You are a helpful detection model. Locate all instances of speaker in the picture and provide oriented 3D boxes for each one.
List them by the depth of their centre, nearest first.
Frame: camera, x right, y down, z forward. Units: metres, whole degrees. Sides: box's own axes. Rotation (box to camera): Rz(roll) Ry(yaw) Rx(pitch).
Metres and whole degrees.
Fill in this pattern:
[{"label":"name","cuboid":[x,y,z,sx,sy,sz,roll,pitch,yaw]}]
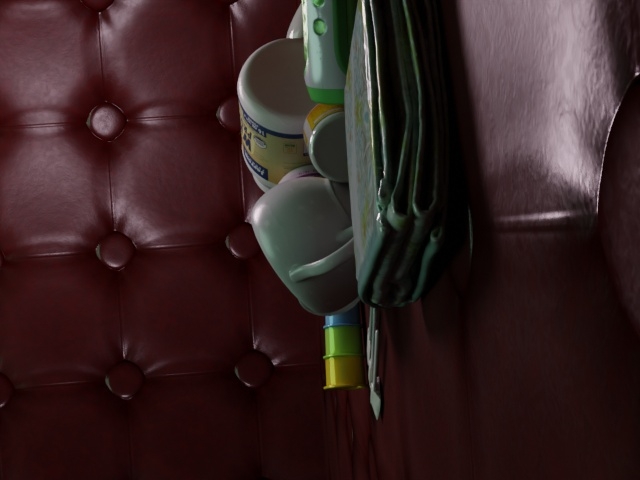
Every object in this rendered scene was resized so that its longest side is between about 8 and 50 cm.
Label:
[{"label":"speaker","cuboid":[0.032,-0.352,1.382,0.131,0.131,0.297,-106,12,-71]}]

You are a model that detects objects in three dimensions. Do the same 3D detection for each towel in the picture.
[{"label":"towel","cuboid":[0.087,-0.107,1.157,0.374,0.090,0.321,99,169,-74]}]

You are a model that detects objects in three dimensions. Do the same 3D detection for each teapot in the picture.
[{"label":"teapot","cuboid":[0.018,-0.014,1.599,0.252,0.187,0.256,36,-156,-56]}]

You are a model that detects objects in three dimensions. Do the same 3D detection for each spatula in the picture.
[{"label":"spatula","cuboid":[0.101,0.201,1.770,0.242,0.019,0.168,91,179,-45]}]

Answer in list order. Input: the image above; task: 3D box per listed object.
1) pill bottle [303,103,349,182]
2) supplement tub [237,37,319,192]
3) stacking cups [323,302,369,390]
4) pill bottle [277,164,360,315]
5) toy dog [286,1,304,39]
[{"label":"pill bottle","cuboid":[0.031,-0.178,1.632,0.208,0.117,0.118,-107,14,-72]},{"label":"supplement tub","cuboid":[-0.055,-0.242,2.010,0.316,0.228,0.228,93,172,-60]},{"label":"stacking cups","cuboid":[0.039,0.150,1.994,0.096,0.096,0.316,104,161,-78]},{"label":"pill bottle","cuboid":[0.000,0.000,1.878,0.302,0.169,0.169,-101,8,-49]},{"label":"toy dog","cuboid":[-0.044,-0.508,2.056,0.220,0.161,0.334,-145,51,-85]}]
